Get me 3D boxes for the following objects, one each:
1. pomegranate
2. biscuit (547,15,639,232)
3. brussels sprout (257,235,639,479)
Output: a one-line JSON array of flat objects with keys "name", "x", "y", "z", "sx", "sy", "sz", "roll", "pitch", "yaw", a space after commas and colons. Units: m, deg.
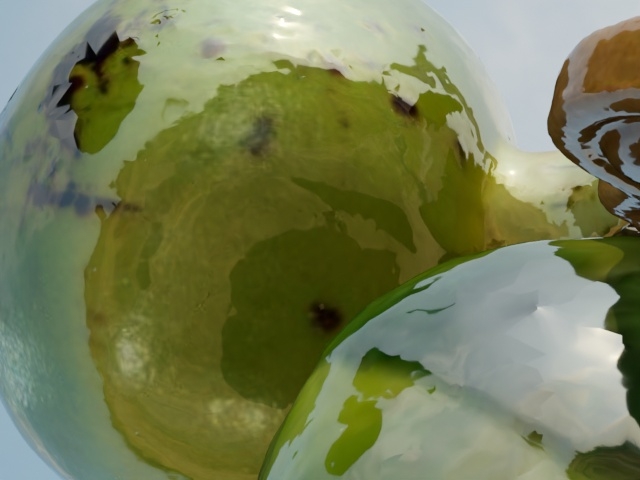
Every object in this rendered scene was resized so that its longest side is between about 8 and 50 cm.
[{"name": "pomegranate", "x": 0.000, "y": 0.000, "z": 0.813, "sx": 0.260, "sy": 0.340, "sz": 0.260, "roll": -6, "pitch": -90, "yaw": -65}, {"name": "biscuit", "x": 0.160, "y": -0.036, "z": 0.539, "sx": 0.186, "sy": 0.295, "sz": 0.044, "roll": 8, "pitch": -104, "yaw": 1}, {"name": "brussels sprout", "x": 0.092, "y": 0.104, "z": 0.532, "sx": 0.271, "sy": 0.219, "sz": 0.210, "roll": -20, "pitch": -57, "yaw": -47}]
